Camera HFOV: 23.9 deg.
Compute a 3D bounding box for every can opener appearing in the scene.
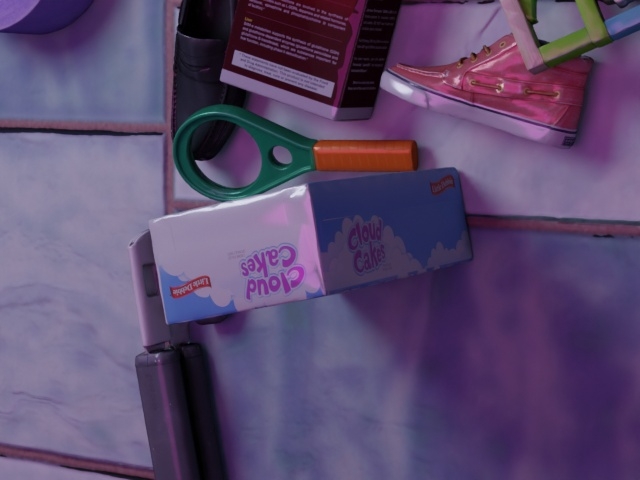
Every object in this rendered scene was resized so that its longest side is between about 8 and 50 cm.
[{"bbox_3d":[-0.124,0.122,1.445,0.095,0.076,0.283,-9,91,31],"label":"can opener"}]

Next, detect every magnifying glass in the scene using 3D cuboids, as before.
[{"bbox_3d":[-0.025,-0.078,1.373,0.231,0.026,0.092,3,117,20],"label":"magnifying glass"}]

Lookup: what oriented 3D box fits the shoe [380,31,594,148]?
[{"bbox_3d":[0.140,-0.140,1.276,0.178,0.063,0.081,20,103,22],"label":"shoe"}]

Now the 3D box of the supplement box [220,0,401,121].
[{"bbox_3d":[0.005,-0.238,1.337,0.130,0.073,0.239,22,106,26],"label":"supplement box"}]

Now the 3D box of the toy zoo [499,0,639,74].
[{"bbox_3d":[0.264,-0.275,1.180,0.293,0.030,0.192,-24,80,18],"label":"toy zoo"}]

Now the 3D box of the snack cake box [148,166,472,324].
[{"bbox_3d":[0.000,0.000,1.251,0.152,0.264,0.089,-10,90,31],"label":"snack cake box"}]

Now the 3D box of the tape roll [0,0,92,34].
[{"bbox_3d":[-0.307,-0.301,1.510,0.189,0.080,0.189,3,97,29],"label":"tape roll"}]

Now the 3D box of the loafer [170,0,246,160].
[{"bbox_3d":[-0.106,-0.182,1.403,0.076,0.078,0.223,20,106,27],"label":"loafer"}]
